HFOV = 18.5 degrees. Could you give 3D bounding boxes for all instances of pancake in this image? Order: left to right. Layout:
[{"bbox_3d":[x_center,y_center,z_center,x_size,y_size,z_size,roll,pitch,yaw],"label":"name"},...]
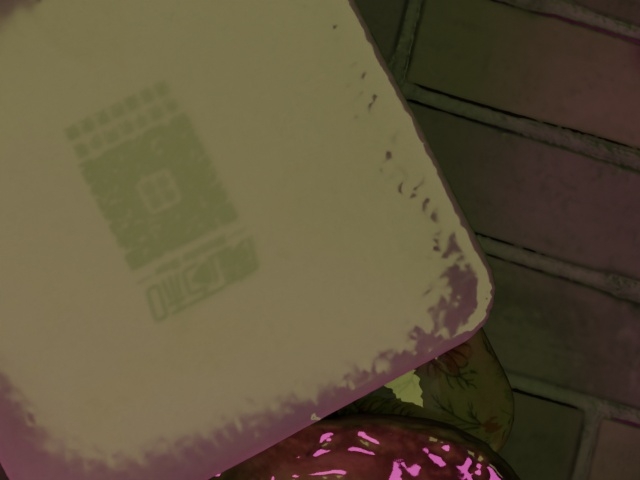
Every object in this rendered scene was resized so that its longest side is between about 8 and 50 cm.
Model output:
[{"bbox_3d":[0.035,0.248,1.436,0.294,0.049,0.294,3,107,12],"label":"pancake"}]

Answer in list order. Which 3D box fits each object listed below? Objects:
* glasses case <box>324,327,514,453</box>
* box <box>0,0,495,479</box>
[{"bbox_3d":[0.000,0.000,1.469,0.156,0.098,0.425,-28,94,-5],"label":"glasses case"},{"bbox_3d":[-0.108,-0.023,1.362,0.367,0.090,0.373,-27,94,-5],"label":"box"}]
